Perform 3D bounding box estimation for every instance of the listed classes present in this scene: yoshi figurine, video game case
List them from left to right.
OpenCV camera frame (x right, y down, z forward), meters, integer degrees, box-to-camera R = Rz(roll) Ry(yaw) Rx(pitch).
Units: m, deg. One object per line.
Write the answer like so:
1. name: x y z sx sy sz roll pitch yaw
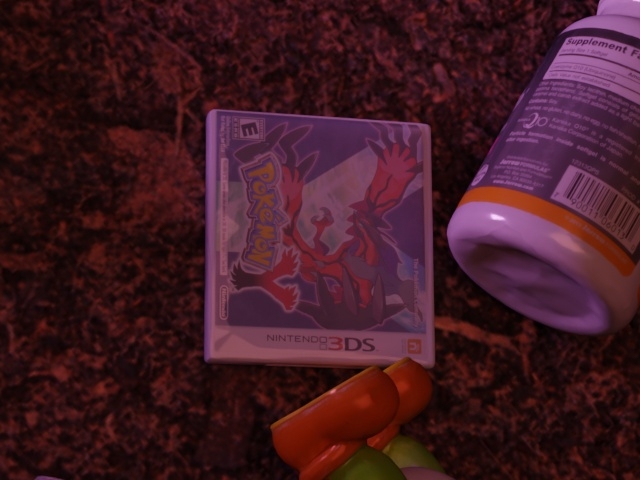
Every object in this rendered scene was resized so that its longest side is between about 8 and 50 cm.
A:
1. video game case: 0.000 0.000 1.426 0.183 0.023 0.201 3 76 -15
2. yoshi figurine: 0.126 0.249 1.298 0.204 0.203 0.362 -25 81 -26

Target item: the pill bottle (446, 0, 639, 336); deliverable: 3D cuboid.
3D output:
1. pill bottle: 0.230 -0.076 1.434 0.162 0.162 0.278 34 70 -5

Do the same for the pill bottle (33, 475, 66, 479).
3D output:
1. pill bottle: -0.192 0.315 1.229 0.160 0.160 0.283 25 72 -8
